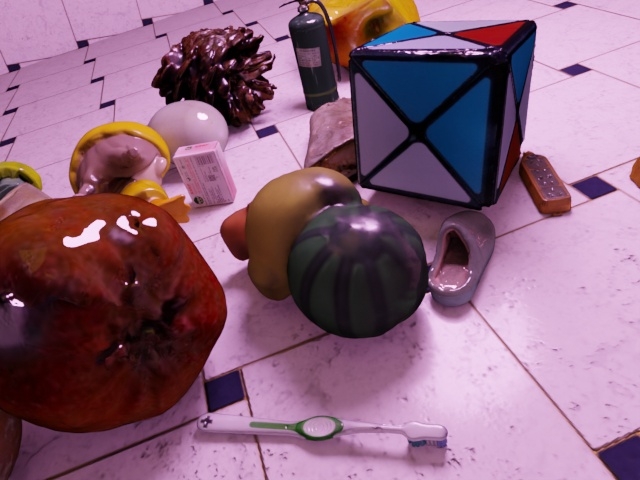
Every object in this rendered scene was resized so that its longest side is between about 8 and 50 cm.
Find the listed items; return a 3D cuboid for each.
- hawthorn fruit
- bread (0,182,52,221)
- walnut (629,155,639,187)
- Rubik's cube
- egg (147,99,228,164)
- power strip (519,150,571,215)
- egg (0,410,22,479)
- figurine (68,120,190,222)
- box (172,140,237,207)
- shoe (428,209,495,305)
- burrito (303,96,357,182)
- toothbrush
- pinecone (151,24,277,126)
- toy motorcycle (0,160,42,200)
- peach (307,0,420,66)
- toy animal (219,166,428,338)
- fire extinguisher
[{"bbox_3d":[-0.291,0.075,0.609,0.308,0.308,0.325,-38,54,-25],"label":"hawthorn fruit"},{"bbox_3d":[-0.468,0.012,0.832,0.210,0.192,0.110,25,61,36],"label":"bread"},{"bbox_3d":[0.599,-0.127,0.729,0.212,0.087,0.167,1,46,20],"label":"walnut"},{"bbox_3d":[0.210,-0.225,0.825,0.249,0.246,0.250,12,37,29],"label":"Rubik's cube"},{"bbox_3d":[-0.313,-0.248,1.124,0.209,0.151,0.151,2,42,28],"label":"egg"},{"bbox_3d":[0.377,-0.106,0.823,0.049,0.028,0.178,-9,39,9],"label":"power strip"},{"bbox_3d":[-0.453,0.250,0.543,0.195,0.194,0.233,5,30,24],"label":"egg"},{"bbox_3d":[-0.380,-0.110,0.972,0.215,0.187,0.344,-38,50,-8],"label":"figurine"},{"bbox_3d":[-0.231,-0.132,0.978,0.089,0.125,0.043,-7,38,9],"label":"box"},{"bbox_3d":[0.208,0.006,0.706,0.079,0.078,0.195,9,47,27],"label":"shoe"},{"bbox_3d":[0.044,-0.205,0.999,0.175,0.107,0.347,-15,35,22],"label":"burrito"},{"bbox_3d":[-0.008,0.217,0.561,0.304,0.030,0.030,-2,41,16],"label":"toothbrush"},{"bbox_3d":[-0.252,-0.417,1.237,0.296,0.242,0.298,17,47,22],"label":"pinecone"},{"bbox_3d":[-0.653,-0.016,0.940,0.327,0.199,0.191,-25,39,6],"label":"toy motorcycle"},{"bbox_3d":[0.109,-0.640,1.390,0.306,0.242,0.380,-23,48,24],"label":"peach"},{"bbox_3d":[0.000,-0.002,0.691,0.216,0.191,0.338,-33,42,-21],"label":"toy animal"},{"bbox_3d":[-0.021,-0.474,1.184,0.118,0.294,0.093,-7,39,10],"label":"fire extinguisher"}]
